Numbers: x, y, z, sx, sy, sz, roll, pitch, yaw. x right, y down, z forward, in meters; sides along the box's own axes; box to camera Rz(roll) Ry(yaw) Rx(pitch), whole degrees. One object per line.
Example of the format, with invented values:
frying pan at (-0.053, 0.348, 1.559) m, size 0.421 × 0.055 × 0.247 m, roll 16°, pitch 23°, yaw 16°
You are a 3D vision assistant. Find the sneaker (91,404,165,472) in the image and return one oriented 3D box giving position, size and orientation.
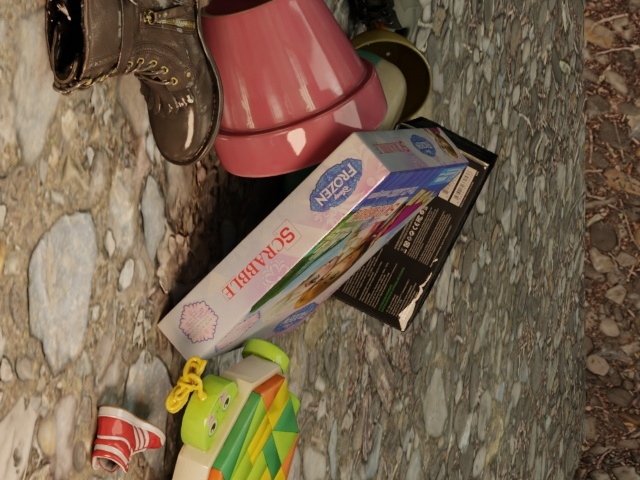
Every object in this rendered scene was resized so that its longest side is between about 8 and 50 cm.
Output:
sneaker at (-0.204, 0.219, 1.900) m, size 0.118 × 0.042 × 0.067 m, roll 41°, pitch 54°, yaw -58°

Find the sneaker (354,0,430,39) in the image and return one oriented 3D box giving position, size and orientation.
sneaker at (0.087, -0.341, 2.439) m, size 0.271 × 0.100 × 0.108 m, roll 43°, pitch 62°, yaw -66°

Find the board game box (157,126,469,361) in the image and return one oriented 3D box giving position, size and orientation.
board game box at (0.000, 0.000, 2.077) m, size 0.318 × 0.066 × 0.318 m, roll -44°, pitch 169°, yaw 18°

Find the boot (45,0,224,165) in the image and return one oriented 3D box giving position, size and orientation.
boot at (-0.192, -0.178, 1.759) m, size 0.229 × 0.091 × 0.263 m, roll -33°, pitch 124°, yaw -58°

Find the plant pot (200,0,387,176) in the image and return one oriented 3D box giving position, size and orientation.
plant pot at (-0.046, -0.195, 2.005) m, size 0.201 × 0.201 × 0.180 m, roll -56°, pitch 131°, yaw -52°

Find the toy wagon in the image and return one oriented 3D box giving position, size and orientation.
toy wagon at (-0.108, 0.244, 2.036) m, size 0.344 × 0.068 × 0.267 m, roll 80°, pitch 34°, yaw -59°

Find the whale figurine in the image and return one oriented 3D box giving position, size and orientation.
whale figurine at (-0.001, -0.116, 2.263) m, size 0.272 × 0.141 × 0.216 m, roll -61°, pitch 176°, yaw 9°

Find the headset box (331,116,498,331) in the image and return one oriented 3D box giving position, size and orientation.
headset box at (0.124, -0.030, 2.417) m, size 0.246 × 0.131 × 0.283 m, roll -63°, pitch 175°, yaw 9°

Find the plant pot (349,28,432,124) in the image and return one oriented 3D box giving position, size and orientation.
plant pot at (0.077, -0.233, 2.433) m, size 0.095 × 0.134 × 0.134 m, roll -99°, pitch -178°, yaw -56°
